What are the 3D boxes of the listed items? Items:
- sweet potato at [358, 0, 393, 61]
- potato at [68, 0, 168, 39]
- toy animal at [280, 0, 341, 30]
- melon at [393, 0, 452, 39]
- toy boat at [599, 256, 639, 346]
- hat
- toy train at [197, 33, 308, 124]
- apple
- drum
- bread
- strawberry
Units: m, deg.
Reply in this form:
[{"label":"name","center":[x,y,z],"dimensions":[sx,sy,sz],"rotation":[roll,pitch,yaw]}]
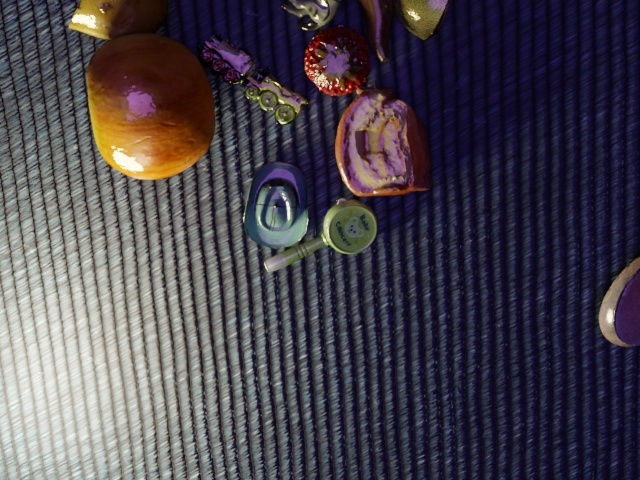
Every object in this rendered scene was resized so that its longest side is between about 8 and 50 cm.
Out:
[{"label":"sweet potato","center":[0.107,-0.482,1.521],"dimensions":[0.077,0.077,0.244],"rotation":[-11,105,5]},{"label":"potato","center":[-0.381,-0.476,1.505],"dimensions":[0.158,0.178,0.203],"rotation":[25,88,-19]},{"label":"toy animal","center":[0.024,-0.492,1.483],"dimensions":[0.176,0.073,0.217],"rotation":[35,129,-1]},{"label":"melon","center":[0.202,-0.490,1.509],"dimensions":[0.128,0.079,0.160],"rotation":[18,102,-2]},{"label":"toy boat","center":[0.684,0.124,1.621],"dimensions":[0.155,0.085,0.227],"rotation":[38,90,-14]},{"label":"hat","center":[-0.093,-0.069,1.607],"dimensions":[0.138,0.078,0.191],"rotation":[4,102,-3]},{"label":"toy train","center":[-0.144,-0.334,1.573],"dimensions":[0.249,0.053,0.085],"rotation":[36,93,-4]},{"label":"apple","center":[-0.331,-0.265,1.488],"dimensions":[0.233,0.286,0.286],"rotation":[-9,101,-12]},{"label":"drum","center":[0.013,0.015,1.620],"dimensions":[0.253,0.049,0.130],"rotation":[-40,109,5]},{"label":"bread","center":[0.124,-0.201,1.550],"dimensions":[0.190,0.123,0.244],"rotation":[-11,99,6]},{"label":"strawberry","center":[0.037,-0.365,1.540],"dimensions":[0.145,0.086,0.145],"rotation":[1,103,4]}]
